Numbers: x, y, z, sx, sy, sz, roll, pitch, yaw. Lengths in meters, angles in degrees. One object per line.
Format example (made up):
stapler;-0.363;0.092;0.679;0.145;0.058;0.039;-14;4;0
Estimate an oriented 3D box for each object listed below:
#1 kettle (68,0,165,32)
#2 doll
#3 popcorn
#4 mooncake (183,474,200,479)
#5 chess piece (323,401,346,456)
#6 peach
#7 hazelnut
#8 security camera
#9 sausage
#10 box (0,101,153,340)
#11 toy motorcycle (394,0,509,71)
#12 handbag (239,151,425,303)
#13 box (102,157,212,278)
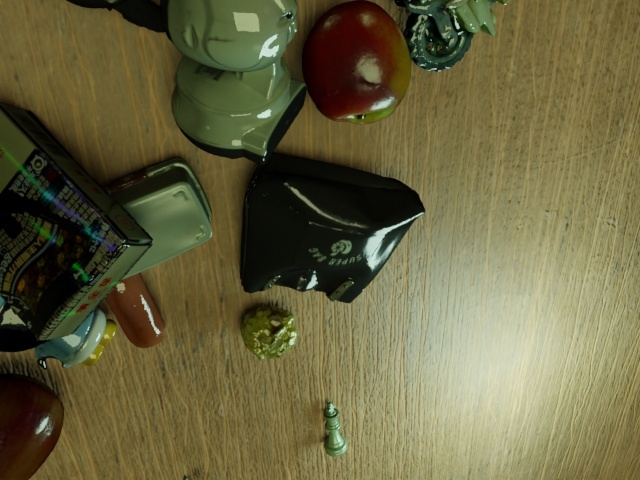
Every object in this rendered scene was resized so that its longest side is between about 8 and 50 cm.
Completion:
kettle;-0.260;-0.432;0.703;0.207;0.251;0.271;43;105;-1
doll;-0.508;0.115;0.895;0.314;0.141;0.177;38;83;-35
popcorn;-0.105;0.192;1.100;0.116;0.106;0.120;-38;122;13
mooncake;-0.435;0.577;1.211;0.346;0.057;0.150;-8;131;-9
chess piece;0.029;0.464;1.318;0.059;0.059;0.149;-15;114;-13
peach;0.057;-0.296;0.873;0.197;0.197;0.198;-8;118;-16
hazelnut;-0.574;0.349;0.951;0.208;0.208;0.208;-8;118;-16
security camera;-0.126;-0.271;0.752;0.191;0.197;0.277;23;148;8
sausage;-0.352;0.124;0.996;0.077;0.077;0.194;-21;119;-9
box;-0.424;-0.034;0.781;0.310;0.084;0.198;44;97;9
toy motorcycle;0.182;-0.481;0.835;0.236;0.169;0.410;-32;127;5
handbag;0.000;0.000;1.028;0.342;0.152;0.288;9;124;-23
box;-0.294;-0.037;0.901;0.210;0.129;0.148;-25;122;-7
